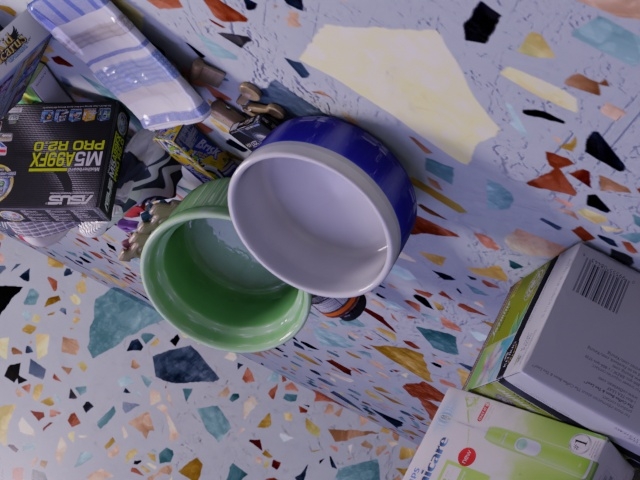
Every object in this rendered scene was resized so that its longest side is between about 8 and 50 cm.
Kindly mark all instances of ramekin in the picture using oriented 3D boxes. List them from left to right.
[{"bbox_3d":[-0.147,0.036,1.815,0.303,0.148,0.303,8,127,10],"label":"ramekin"}]

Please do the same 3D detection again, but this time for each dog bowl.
[{"bbox_3d":[0.003,-0.047,1.516,0.265,0.104,0.265,17,135,18],"label":"dog bowl"}]

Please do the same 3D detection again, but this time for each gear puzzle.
[{"bbox_3d":[-0.213,-0.013,1.991,0.339,0.175,0.044,8,-136,-40],"label":"gear puzzle"}]

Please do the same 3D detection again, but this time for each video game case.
[{"bbox_3d":[-0.566,-0.230,1.706,0.061,0.244,0.269,42,148,-8],"label":"video game case"}]

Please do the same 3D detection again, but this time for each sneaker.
[{"bbox_3d":[-0.337,-0.088,1.929,0.094,0.235,0.153,33,180,30],"label":"sneaker"}]

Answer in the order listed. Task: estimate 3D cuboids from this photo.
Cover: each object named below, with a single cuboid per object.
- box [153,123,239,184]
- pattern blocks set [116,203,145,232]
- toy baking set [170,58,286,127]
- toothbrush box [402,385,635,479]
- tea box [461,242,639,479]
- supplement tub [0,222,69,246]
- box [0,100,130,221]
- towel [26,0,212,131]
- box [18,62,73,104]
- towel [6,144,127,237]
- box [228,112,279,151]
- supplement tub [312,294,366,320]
[{"bbox_3d":[-0.211,-0.149,1.816,0.059,0.054,0.169,11,156,43],"label":"box"},{"bbox_3d":[-0.256,-0.026,2.105,0.325,0.026,0.285,3,163,4],"label":"pattern blocks set"},{"bbox_3d":[-0.136,-0.193,1.606,0.197,0.030,0.256,23,163,15],"label":"toy baking set"},{"bbox_3d":[0.281,0.361,1.525,0.283,0.206,0.122,13,157,46],"label":"toothbrush box"},{"bbox_3d":[0.431,0.202,1.556,0.329,0.220,0.323,29,163,-1],"label":"tea box"},{"bbox_3d":[-0.749,-0.111,2.547,0.272,0.191,0.191,20,162,24],"label":"supplement tub"},{"bbox_3d":[-0.491,-0.141,1.861,0.270,0.216,0.060,1,156,14],"label":"box"},{"bbox_3d":[-0.304,-0.274,1.560,0.285,0.034,0.209,46,156,-26],"label":"towel"},{"bbox_3d":[-0.621,-0.305,1.995,0.322,0.058,0.232,20,162,19],"label":"box"},{"bbox_3d":[-0.502,-0.109,2.041,0.284,0.121,0.235,-15,160,-3],"label":"towel"},{"bbox_3d":[-0.090,-0.160,1.577,0.067,0.018,0.083,38,151,-29],"label":"box"},{"bbox_3d":[0.011,0.087,2.084,0.106,0.106,0.198,10,157,46],"label":"supplement tub"}]
